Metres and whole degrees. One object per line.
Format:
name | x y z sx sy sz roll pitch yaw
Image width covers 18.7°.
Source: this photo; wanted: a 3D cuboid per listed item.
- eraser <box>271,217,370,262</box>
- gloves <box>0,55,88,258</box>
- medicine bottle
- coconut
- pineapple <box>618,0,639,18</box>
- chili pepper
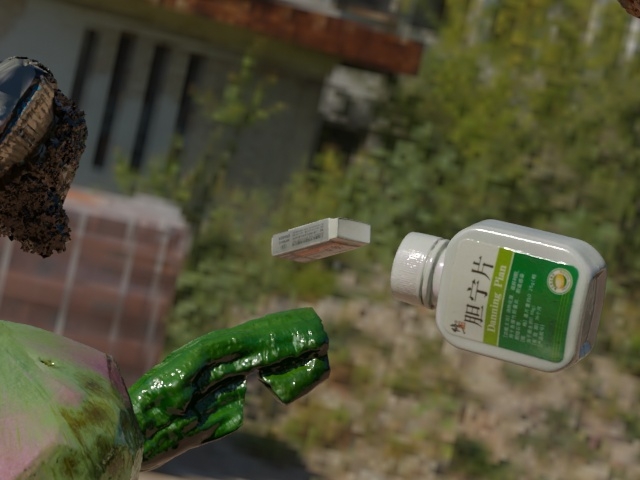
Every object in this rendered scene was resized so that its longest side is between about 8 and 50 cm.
eraser | 0.000 0.000 2.213 0.052 0.029 0.122 11 -18 -37
gloves | -0.371 -0.097 2.443 0.135 0.210 0.312 14 -11 11
medicine bottle | 0.158 0.044 1.741 0.183 0.119 0.069 15 17 24
coconut | -0.255 0.180 1.696 0.236 0.236 0.204 12 -7 -40
pineapple | 0.264 -0.266 1.325 0.158 0.158 0.278 13 -27 11
chili pepper | -0.105 0.143 1.931 0.253 0.099 0.083 -26 9 -17
